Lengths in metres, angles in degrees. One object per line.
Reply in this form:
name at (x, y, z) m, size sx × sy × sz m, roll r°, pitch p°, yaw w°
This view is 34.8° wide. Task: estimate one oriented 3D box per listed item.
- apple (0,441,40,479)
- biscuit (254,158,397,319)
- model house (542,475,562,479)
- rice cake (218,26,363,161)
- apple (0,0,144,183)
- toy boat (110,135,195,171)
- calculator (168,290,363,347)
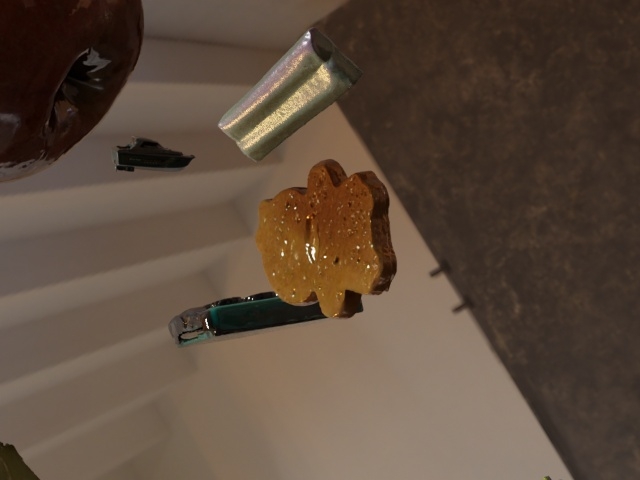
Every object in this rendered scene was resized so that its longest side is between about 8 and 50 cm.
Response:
apple at (-0.483, 0.315, 1.265) m, size 0.254 × 0.179 × 0.346 m, roll 0°, pitch -23°, yaw 25°
biscuit at (0.004, 0.004, 0.868) m, size 0.027 × 0.133 × 0.184 m, roll -5°, pitch -16°, yaw -35°
model house at (0.361, 0.491, 1.431) m, size 0.243 × 0.312 × 0.358 m, roll -2°, pitch -14°, yaw -39°
rice cake at (-0.043, -0.169, 1.220) m, size 0.222 × 0.080 × 0.042 m, roll -33°, pitch 22°, yaw 49°
apple at (-0.271, -0.175, 0.800) m, size 0.254 × 0.253 × 0.253 m, roll -30°, pitch -7°, yaw -4°
toy boat at (-0.278, -0.142, 1.712) m, size 0.141 × 0.060 × 0.055 m, roll 3°, pitch 10°, yaw -24°
calculator at (-0.087, 0.109, 1.519) m, size 0.249 × 0.058 × 0.274 m, roll -9°, pitch -5°, yaw -18°
